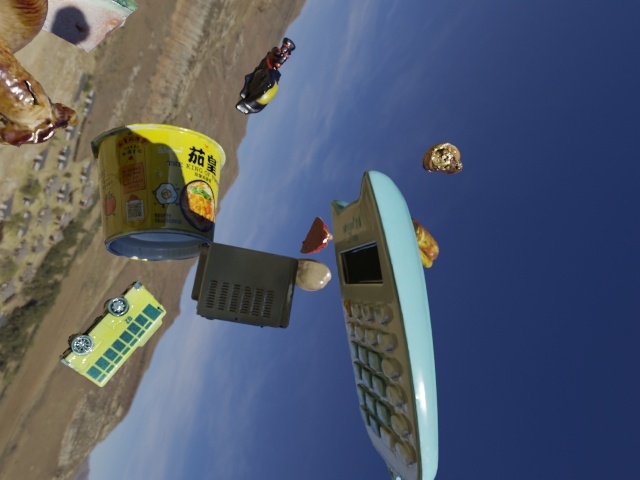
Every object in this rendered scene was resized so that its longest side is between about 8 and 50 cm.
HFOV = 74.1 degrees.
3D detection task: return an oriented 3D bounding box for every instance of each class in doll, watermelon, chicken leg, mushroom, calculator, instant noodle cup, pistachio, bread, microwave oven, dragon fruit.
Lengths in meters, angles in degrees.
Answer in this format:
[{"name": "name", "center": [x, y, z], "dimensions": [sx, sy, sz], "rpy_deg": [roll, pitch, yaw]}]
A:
[{"name": "doll", "center": [-0.144, -0.421, 1.109], "dimensions": [0.248, 0.088, 0.127], "rpy_deg": [-66, -173, -26]}, {"name": "watermelon", "center": [-0.589, -0.588, 1.077], "dimensions": [0.175, 0.256, 0.259], "rpy_deg": [108, -14, -48]}, {"name": "chicken leg", "center": [0.407, -0.256, 1.375], "dimensions": [0.108, 0.252, 0.087], "rpy_deg": [-3, -91, 31]}, {"name": "mushroom", "center": [-0.638, -0.364, 0.724], "dimensions": [0.334, 0.332, 0.355], "rpy_deg": [-31, -104, 63]}, {"name": "calculator", "center": [0.077, 0.117, 0.558], "dimensions": [0.256, 0.055, 0.385], "rpy_deg": [151, -66, -77]}, {"name": "instant noodle cup", "center": [-0.398, -0.100, 1.058], "dimensions": [0.326, 0.326, 0.253], "rpy_deg": [146, -57, -59]}, {"name": "pistachio", "center": [-0.037, 0.105, 1.342], "dimensions": [0.113, 0.149, 0.112], "rpy_deg": [18, 90, -74]}, {"name": "bread", "center": [0.297, -0.001, 1.351], "dimensions": [0.103, 0.172, 0.132], "rpy_deg": [-49, -136, 4]}, {"name": "microwave oven", "center": [-0.154, 0.086, 0.856], "dimensions": [0.240, 0.194, 0.145], "rpy_deg": [172, -74, -80]}, {"name": "dragon fruit", "center": [0.000, 0.000, 1.675], "dimensions": [0.106, 0.083, 0.162], "rpy_deg": [22, -98, 49]}]

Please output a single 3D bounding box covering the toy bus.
[{"name": "toy bus", "center": [-0.366, 0.163, 0.762], "dimensions": [0.088, 0.101, 0.175], "rpy_deg": [-15, -147, 56]}]
